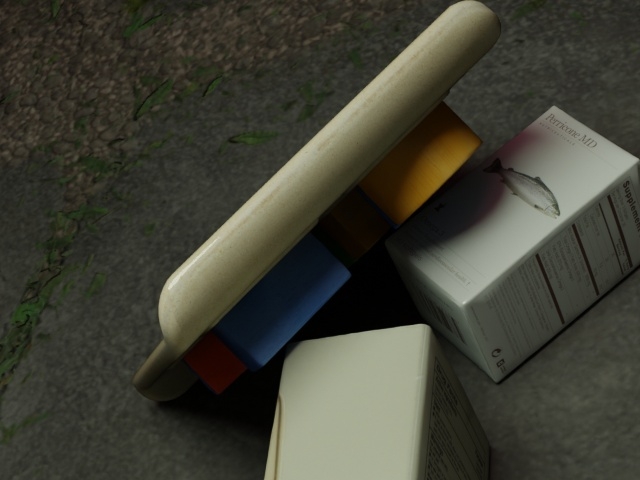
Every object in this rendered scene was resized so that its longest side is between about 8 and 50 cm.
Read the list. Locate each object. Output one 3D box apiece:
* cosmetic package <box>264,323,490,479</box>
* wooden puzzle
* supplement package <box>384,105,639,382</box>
[{"bbox_3d":[0.034,0.228,0.966,0.113,0.160,0.309,-10,46,20],"label":"cosmetic package"},{"bbox_3d":[0.000,0.000,1.115,0.080,0.348,0.322,44,74,4],"label":"wooden puzzle"},{"bbox_3d":[0.160,0.001,1.145,0.179,0.105,0.105,-39,44,-10],"label":"supplement package"}]
